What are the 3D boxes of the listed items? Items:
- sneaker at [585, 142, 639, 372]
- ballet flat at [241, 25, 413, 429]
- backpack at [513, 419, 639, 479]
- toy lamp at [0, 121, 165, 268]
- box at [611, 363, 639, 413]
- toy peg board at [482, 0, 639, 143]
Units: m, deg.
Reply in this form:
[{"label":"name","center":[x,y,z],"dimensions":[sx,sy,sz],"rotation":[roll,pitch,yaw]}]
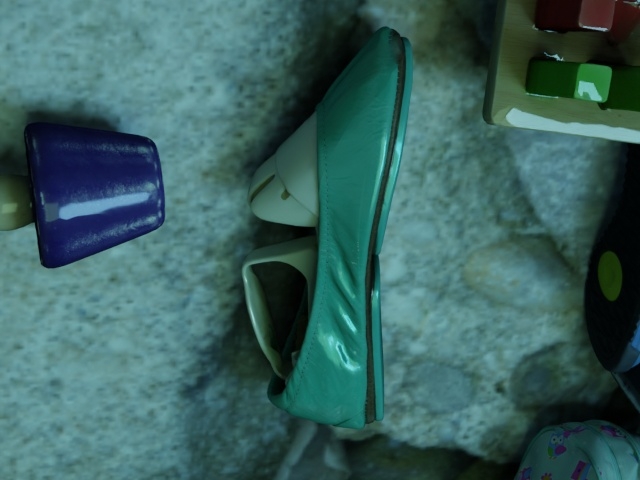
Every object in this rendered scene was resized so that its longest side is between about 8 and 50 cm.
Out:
[{"label":"sneaker","center":[0.219,-0.009,0.909],"dimensions":[0.082,0.069,0.209],"rotation":[-2,120,-21]},{"label":"ballet flat","center":[0.000,0.000,0.843],"dimensions":[0.087,0.083,0.247],"rotation":[2,118,-2]},{"label":"backpack","center":[0.176,0.208,0.983],"dimensions":[0.115,0.152,0.182],"rotation":[14,103,-33]},{"label":"toy lamp","center":[-0.217,-0.014,0.766],"dimensions":[0.275,0.080,0.080],"rotation":[-7,121,-13]},{"label":"box","center":[0.313,0.069,0.960],"dimensions":[0.207,0.108,0.153],"rotation":[-45,123,11]},{"label":"toy peg board","center":[0.182,-0.129,0.783],"dimensions":[0.161,0.079,0.160],"rotation":[6,96,-16]}]
